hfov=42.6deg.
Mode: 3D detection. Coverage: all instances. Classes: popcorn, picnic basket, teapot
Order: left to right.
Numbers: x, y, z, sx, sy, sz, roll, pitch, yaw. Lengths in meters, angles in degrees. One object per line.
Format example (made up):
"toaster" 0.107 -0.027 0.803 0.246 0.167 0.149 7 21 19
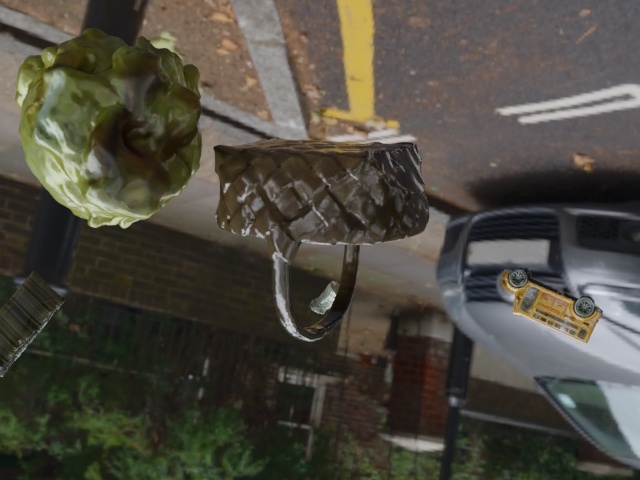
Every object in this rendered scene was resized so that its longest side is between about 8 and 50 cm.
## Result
"popcorn" -0.303 -0.168 1.245 0.312 0.312 0.312 10 169 2
"picnic basket" 0.000 0.000 1.298 0.337 0.337 0.293 5 -168 25
"teapot" 0.019 0.145 2.004 0.083 0.057 0.067 -38 138 19

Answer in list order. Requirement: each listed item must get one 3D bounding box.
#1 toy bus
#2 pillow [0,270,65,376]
"toy bus" 0.357 0.100 1.292 0.162 0.074 0.069 25 -172 19
"pillow" -0.629 0.172 1.710 0.113 0.203 0.038 37 173 22
